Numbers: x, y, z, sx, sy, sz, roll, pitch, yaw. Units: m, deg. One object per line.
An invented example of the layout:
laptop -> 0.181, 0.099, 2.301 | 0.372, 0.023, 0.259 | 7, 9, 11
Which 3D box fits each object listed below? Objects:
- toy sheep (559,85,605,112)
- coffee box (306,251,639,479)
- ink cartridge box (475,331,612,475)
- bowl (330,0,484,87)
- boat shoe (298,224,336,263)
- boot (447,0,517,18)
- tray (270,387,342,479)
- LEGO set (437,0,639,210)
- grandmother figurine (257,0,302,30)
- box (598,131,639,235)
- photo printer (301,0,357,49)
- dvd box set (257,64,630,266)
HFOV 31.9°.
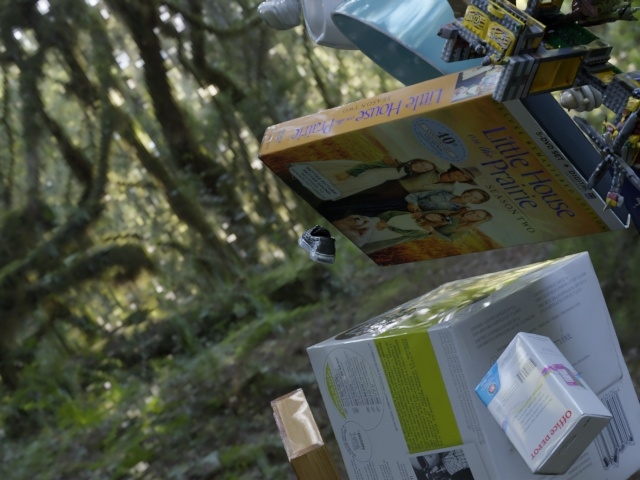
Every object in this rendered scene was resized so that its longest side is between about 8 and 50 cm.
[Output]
toy sheep -> 0.519, -0.293, 2.162 | 0.132, 0.091, 0.091 | -27, -5, -7
coffee box -> 0.242, 0.248, 1.718 | 0.337, 0.338, 0.334 | -21, 3, -39
ink cartridge box -> 0.229, 0.170, 1.161 | 0.052, 0.122, 0.088 | 13, -59, -37
bowl -> 0.184, -0.317, 1.693 | 0.163, 0.311, 0.311 | -56, -5, 0
boat shoe -> 0.000, 0.000, 1.672 | 0.049, 0.040, 0.142 | 7, 12, -13
boot -> 0.234, -0.349, 1.350 | 0.207, 0.248, 0.090 | -50, 34, -4
tray -> 0.022, 0.508, 2.162 | 0.076, 0.411, 0.203 | -23, 26, -4
LEGO set -> 0.269, -0.216, 1.115 | 0.192, 0.331, 0.255 | -15, -36, -37
grandmother figurine -> -0.035, -0.563, 2.294 | 0.208, 0.104, 0.342 | -33, 28, 58
box -> 0.441, -0.056, 1.357 | 0.136, 0.225, 0.036 | -13, 44, 29
photo printer -> 0.074, -0.521, 2.148 | 0.256, 0.307, 0.107 | -11, 3, -26
dvd box set -> 0.164, -0.087, 1.526 | 0.420, 0.307, 0.062 | -10, 51, 40
